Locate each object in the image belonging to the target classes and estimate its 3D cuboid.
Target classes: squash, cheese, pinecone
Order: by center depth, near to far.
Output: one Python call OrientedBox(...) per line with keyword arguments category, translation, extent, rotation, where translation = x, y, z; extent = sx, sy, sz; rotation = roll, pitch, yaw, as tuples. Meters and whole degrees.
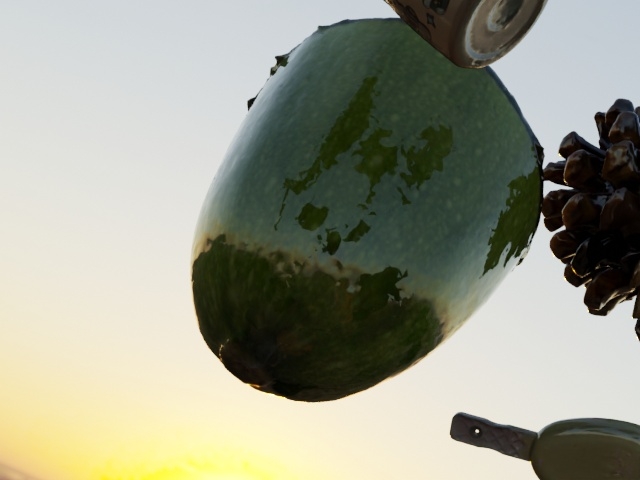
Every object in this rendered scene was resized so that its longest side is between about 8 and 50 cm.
OrientedBox(category="squash", translation=(0.015, -0.006, 1.501), extent=(0.310, 0.310, 0.309), rotation=(20, 33, 13))
OrientedBox(category="cheese", translation=(0.210, 0.191, 1.526), extent=(0.192, 0.097, 0.037), rotation=(14, 25, 14))
OrientedBox(category="pinecone", translation=(0.341, -0.033, 1.712), extent=(0.264, 0.264, 0.264), rotation=(22, -11, 4))

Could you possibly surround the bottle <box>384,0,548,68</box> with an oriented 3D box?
OrientedBox(category="bottle", translation=(0.066, -0.186, 1.057), extent=(0.152, 0.099, 0.099), rotation=(46, 1, 28))
